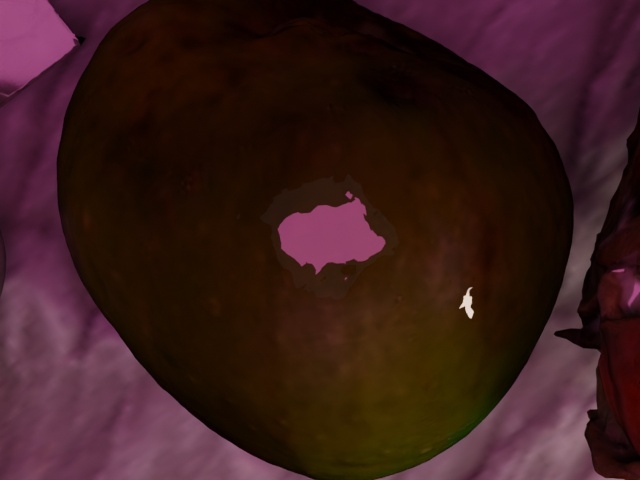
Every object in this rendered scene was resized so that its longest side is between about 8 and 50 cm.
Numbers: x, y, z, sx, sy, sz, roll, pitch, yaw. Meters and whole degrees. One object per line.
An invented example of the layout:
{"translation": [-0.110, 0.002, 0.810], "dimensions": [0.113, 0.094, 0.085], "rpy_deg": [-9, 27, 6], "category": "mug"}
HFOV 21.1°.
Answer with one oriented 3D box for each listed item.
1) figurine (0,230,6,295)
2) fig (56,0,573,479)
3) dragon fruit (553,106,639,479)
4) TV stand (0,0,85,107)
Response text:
{"translation": [-0.188, 0.058, 0.591], "dimensions": [0.204, 0.338, 0.284], "rpy_deg": [36, 65, -17], "category": "figurine"}
{"translation": [0.000, 0.000, 0.623], "dimensions": [0.181, 0.181, 0.191], "rpy_deg": [-8, 122, 0], "category": "fig"}
{"translation": [0.256, -0.011, 0.581], "dimensions": [0.342, 0.277, 0.278], "rpy_deg": [5, 104, 7], "category": "dragon fruit"}
{"translation": [-0.185, -0.163, 0.638], "dimensions": [0.049, 0.040, 0.256], "rpy_deg": [-37, 102, 5], "category": "TV stand"}
